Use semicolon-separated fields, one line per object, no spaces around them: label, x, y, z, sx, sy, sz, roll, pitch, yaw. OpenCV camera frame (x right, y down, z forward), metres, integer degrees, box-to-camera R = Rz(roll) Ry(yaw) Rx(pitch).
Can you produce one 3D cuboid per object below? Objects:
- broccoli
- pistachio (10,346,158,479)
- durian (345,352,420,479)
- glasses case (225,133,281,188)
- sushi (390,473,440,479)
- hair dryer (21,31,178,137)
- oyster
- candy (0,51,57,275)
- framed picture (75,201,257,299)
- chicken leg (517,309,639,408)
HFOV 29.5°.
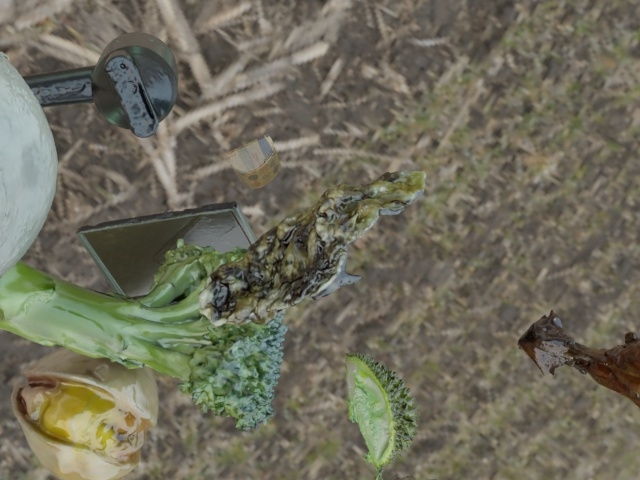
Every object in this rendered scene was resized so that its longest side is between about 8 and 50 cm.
broccoli;-0.236;0.107;1.658;0.353;0.397;0.274;81;18;-75
pistachio;-0.360;0.255;1.849;0.230;0.230;0.309;-48;-178;-6
durian;0.097;0.269;1.845;0.086;0.100;0.215;-6;80;-58
glasses case;-0.089;-0.105;1.689;0.065;0.041;0.170;-26;175;-2
sushi;0.136;0.446;1.923;0.292;0.294;0.059;-21;103;-38
hair dryer;-0.338;-0.193;1.600;0.303;0.244;0.116;-9;105;-3
oyster;0.000;0.000;1.231;0.214;0.083;0.223;-29;-171;42
candy;-0.390;-0.072;1.161;0.296;0.185;0.295;-10;129;-13
framed picture;-0.218;0.025;1.866;0.265;0.018;0.192;-8;138;15
chicken leg;0.375;0.163;1.555;0.093;0.304;0.113;-4;101;-44
